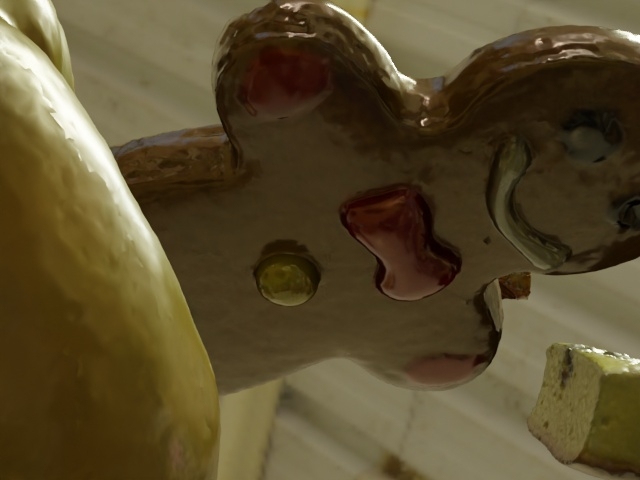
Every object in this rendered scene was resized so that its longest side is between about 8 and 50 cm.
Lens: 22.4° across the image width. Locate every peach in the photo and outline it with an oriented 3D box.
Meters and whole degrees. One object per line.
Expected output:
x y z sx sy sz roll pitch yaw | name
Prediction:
-0.123 0.010 0.494 0.251 0.153 0.251 59 -11 19 | peach

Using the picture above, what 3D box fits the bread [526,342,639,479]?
0.322 0.138 1.024 0.138 0.361 0.077 -159 -99 -84 | bread

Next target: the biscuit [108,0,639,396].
0.000 0.001 0.843 0.432 0.283 0.064 -14 -135 15 | biscuit

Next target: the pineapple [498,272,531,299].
0.126 -0.011 1.104 0.114 0.077 0.114 31 -79 56 | pineapple
